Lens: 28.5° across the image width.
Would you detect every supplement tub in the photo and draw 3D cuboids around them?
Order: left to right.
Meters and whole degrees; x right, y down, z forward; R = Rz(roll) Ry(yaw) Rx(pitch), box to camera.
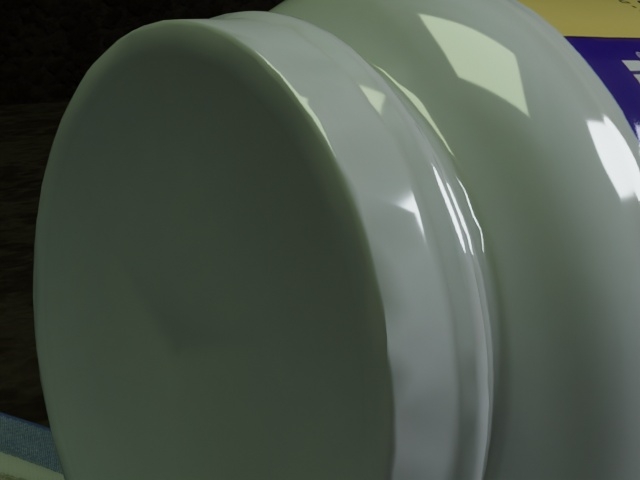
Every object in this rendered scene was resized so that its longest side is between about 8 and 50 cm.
[{"bbox_3d":[0.084,0.020,0.488,0.331,0.241,0.241,-6,11,-38],"label":"supplement tub"}]

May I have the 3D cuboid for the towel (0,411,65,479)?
[{"bbox_3d":[-0.113,0.120,0.455,0.209,0.034,0.285,23,4,-20],"label":"towel"}]
